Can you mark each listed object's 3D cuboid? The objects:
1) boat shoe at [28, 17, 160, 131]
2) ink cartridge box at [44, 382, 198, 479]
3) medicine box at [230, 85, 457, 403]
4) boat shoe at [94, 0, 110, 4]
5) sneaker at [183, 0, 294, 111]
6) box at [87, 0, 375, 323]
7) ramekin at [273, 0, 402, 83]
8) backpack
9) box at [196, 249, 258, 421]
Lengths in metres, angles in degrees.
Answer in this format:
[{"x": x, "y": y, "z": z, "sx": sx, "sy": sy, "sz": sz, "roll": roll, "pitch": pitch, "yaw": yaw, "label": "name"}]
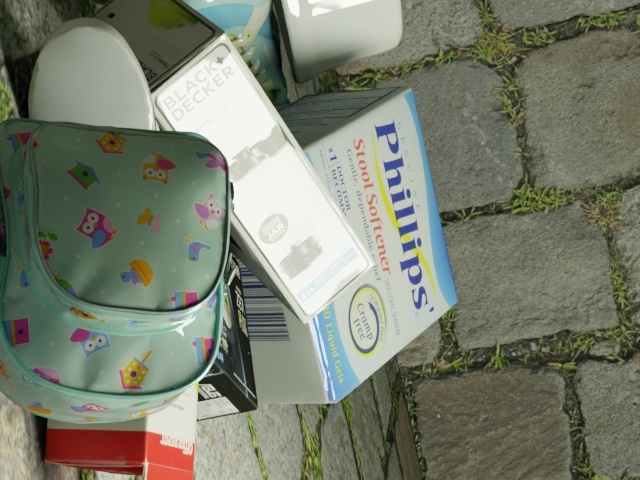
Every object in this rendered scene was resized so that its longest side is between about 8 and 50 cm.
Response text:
[{"x": -0.162, "y": -0.064, "z": 1.301, "sx": 0.088, "sy": 0.096, "sz": 0.268, "roll": -97, "pitch": 173, "yaw": -55, "label": "boat shoe"}, {"x": -0.140, "y": 0.098, "z": 1.199, "sx": 0.134, "sy": 0.078, "sz": 0.231, "roll": 46, "pitch": 45, "yaw": -75, "label": "ink cartridge box"}, {"x": 0.000, "y": 0.000, "z": 1.784, "sx": 0.289, "sy": 0.149, "sz": 0.264, "roll": -34, "pitch": 116, "yaw": -51, "label": "medicine box"}, {"x": -0.201, "y": -0.272, "z": 1.459, "sx": 0.045, "sy": 0.050, "sz": 0.135, "roll": -98, "pitch": 174, "yaw": -61, "label": "boat shoe"}, {"x": -0.091, "y": -0.182, "z": 1.862, "sx": 0.319, "sy": 0.127, "sz": 0.208, "roll": 43, "pitch": 35, "yaw": -76, "label": "sneaker"}, {"x": -0.082, "y": -0.078, "z": 1.444, "sx": 0.169, "sy": 0.087, "sz": 0.290, "roll": 41, "pitch": -11, "yaw": 52, "label": "box"}, {"x": 0.004, "y": -0.331, "z": 1.926, "sx": 0.277, "sy": 0.135, "sz": 0.277, "roll": 167, "pitch": -90, "yaw": -88, "label": "ramekin"}, {"x": -0.138, "y": 0.019, "z": 1.055, "sx": 0.144, "sy": 0.165, "sz": 0.188, "roll": 156, "pitch": -64, "yaw": -62, "label": "backpack"}, {"x": -0.119, "y": 0.068, "z": 1.477, "sx": 0.180, "sy": 0.077, "sz": 0.147, "roll": 61, "pitch": 19, "yaw": -66, "label": "box"}]
